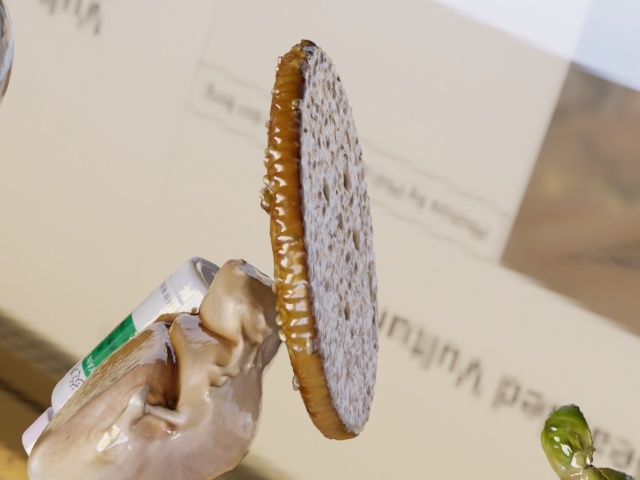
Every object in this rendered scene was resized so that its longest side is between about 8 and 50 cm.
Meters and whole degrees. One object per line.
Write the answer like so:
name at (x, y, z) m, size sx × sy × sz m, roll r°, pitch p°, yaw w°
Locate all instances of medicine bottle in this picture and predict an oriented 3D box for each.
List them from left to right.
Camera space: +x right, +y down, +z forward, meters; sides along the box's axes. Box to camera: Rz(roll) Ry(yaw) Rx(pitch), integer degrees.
medicine bottle at (-0.183, 0.131, 1.941) m, size 0.095 × 0.260 × 0.095 m, roll 41°, pitch -163°, yaw -15°

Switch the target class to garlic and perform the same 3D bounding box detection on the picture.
garlic at (-0.113, 0.128, 1.429) m, size 0.110 × 0.217 × 0.228 m, roll 53°, pitch -164°, yaw -9°

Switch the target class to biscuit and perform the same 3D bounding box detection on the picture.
biscuit at (0.000, 0.000, 1.487) m, size 0.038 × 0.305 × 0.305 m, roll -6°, pitch -167°, yaw 11°

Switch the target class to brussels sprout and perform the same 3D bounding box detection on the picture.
brussels sprout at (0.168, 0.148, 1.270) m, size 0.083 × 0.046 × 0.051 m, roll 53°, pitch -155°, yaw 5°

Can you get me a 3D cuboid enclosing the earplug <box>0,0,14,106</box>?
earplug at (-0.526, -0.169, 2.212) m, size 0.312 × 0.394 × 0.312 m, roll 32°, pitch -172°, yaw -5°
